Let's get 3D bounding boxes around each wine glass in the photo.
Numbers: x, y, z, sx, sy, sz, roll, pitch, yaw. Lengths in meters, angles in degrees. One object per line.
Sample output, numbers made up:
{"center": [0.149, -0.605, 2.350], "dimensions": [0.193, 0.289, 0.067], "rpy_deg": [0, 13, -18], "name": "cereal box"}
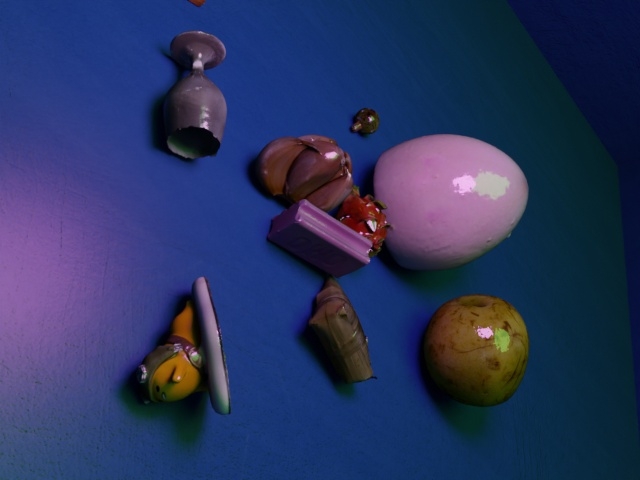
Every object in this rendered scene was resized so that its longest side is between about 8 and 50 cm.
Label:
{"center": [-0.245, -0.287, 1.244], "dimensions": [0.126, 0.126, 0.241], "rpy_deg": [20, 56, -42], "name": "wine glass"}

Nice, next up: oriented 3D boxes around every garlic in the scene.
{"center": [-0.032, -0.160, 1.404], "dimensions": [0.214, 0.191, 0.160], "rpy_deg": [38, 21, -15], "name": "garlic"}

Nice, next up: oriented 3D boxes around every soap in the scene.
{"center": [0.000, 0.000, 1.365], "dimensions": [0.203, 0.122, 0.066], "rpy_deg": [30, 54, -26], "name": "soap"}

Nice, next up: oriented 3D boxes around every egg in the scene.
{"center": [0.352, -0.108, 1.610], "dimensions": [0.354, 0.339, 0.355], "rpy_deg": [26, 59, -54], "name": "egg"}

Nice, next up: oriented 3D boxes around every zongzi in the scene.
{"center": [0.051, 0.199, 1.391], "dimensions": [0.204, 0.094, 0.205], "rpy_deg": [-93, 159, -68], "name": "zongzi"}

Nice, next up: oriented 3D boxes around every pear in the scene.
{"center": [0.393, 0.275, 1.593], "dimensions": [0.283, 0.283, 0.284], "rpy_deg": [24, 55, -40], "name": "pear"}

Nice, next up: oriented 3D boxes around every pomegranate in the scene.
{"center": [0.120, -0.327, 1.723], "dimensions": [0.084, 0.073, 0.073], "rpy_deg": [0, 71, -32], "name": "pomegranate"}

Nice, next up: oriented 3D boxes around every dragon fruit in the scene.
{"center": [0.089, -0.062, 1.503], "dimensions": [0.135, 0.137, 0.236], "rpy_deg": [1, 65, -10], "name": "dragon fruit"}

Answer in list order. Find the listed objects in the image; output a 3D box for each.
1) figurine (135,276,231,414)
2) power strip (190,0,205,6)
{"center": [-0.240, 0.183, 1.058], "dimensions": [0.141, 0.167, 0.250], "rpy_deg": [-9, 47, -14], "name": "figurine"}
{"center": [-0.320, -0.574, 1.373], "dimensions": [0.178, 0.028, 0.049], "rpy_deg": [22, 57, -40], "name": "power strip"}
